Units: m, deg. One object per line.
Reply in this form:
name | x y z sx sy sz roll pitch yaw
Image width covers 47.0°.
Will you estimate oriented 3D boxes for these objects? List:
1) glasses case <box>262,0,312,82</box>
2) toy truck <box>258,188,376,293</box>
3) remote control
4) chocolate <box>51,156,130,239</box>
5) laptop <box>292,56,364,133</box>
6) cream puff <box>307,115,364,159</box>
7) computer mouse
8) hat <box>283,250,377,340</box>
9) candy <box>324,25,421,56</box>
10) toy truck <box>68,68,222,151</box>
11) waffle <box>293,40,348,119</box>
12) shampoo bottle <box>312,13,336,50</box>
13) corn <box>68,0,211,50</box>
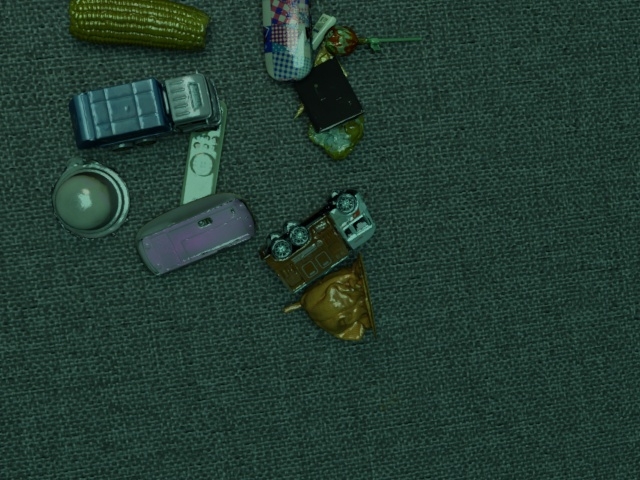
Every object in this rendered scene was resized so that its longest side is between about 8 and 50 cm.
glasses case | -0.087 -0.575 1.913 0.125 0.076 0.327 -2 89 11
toy truck | 0.000 0.000 1.931 0.305 0.136 0.162 -35 103 -3
remote control | -0.304 -0.217 1.924 0.090 0.038 0.309 10 90 -9
chocolate | -0.584 -0.104 1.833 0.221 0.147 0.221 0 89 -6
laptop | 0.015 -0.375 1.898 0.135 0.016 0.197 -25 64 1
cream puff | 0.043 -0.288 1.940 0.156 0.121 0.156 15 126 22
computer mouse | -0.319 -0.017 1.894 0.310 0.072 0.158 -23 116 1
hat | 0.014 0.164 1.915 0.233 0.244 0.233 -11 86 6
candy | 0.142 -0.534 1.961 0.288 0.084 0.078 -9 131 -23
toy truck | -0.436 -0.316 1.821 0.368 0.175 0.146 -13 92 0
waffle | -0.032 -0.427 1.958 0.191 0.032 0.125 -37 98 -7
shampoo bottle | -0.014 -0.537 1.953 0.141 0.049 0.034 -54 143 1
corn | -0.450 -0.547 1.847 0.345 0.131 0.131 4 92 -10
